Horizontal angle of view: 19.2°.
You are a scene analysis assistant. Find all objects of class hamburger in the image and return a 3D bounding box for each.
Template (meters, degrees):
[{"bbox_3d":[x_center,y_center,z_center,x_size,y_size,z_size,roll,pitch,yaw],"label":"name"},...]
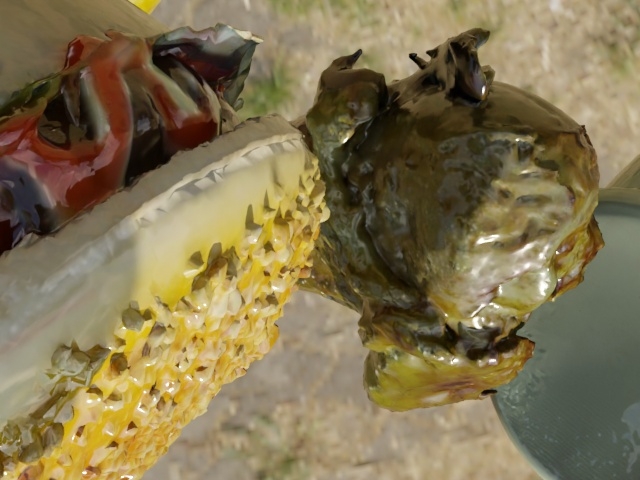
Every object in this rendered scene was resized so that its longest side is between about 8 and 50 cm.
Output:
[{"bbox_3d":[-0.133,0.037,0.686,0.170,0.302,0.302,45,119,10],"label":"hamburger"}]

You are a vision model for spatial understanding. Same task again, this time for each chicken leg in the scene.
[{"bbox_3d":[0.014,0.007,1.083,0.361,0.140,0.211,-18,96,44],"label":"chicken leg"}]

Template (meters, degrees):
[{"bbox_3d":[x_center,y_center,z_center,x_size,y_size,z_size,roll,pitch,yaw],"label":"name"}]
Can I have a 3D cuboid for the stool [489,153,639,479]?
[{"bbox_3d":[0.223,0.050,1.140,0.199,0.195,0.195,-18,123,-52],"label":"stool"}]

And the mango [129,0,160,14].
[{"bbox_3d":[-0.242,-0.211,0.978,0.384,0.221,0.199,32,143,10],"label":"mango"}]
